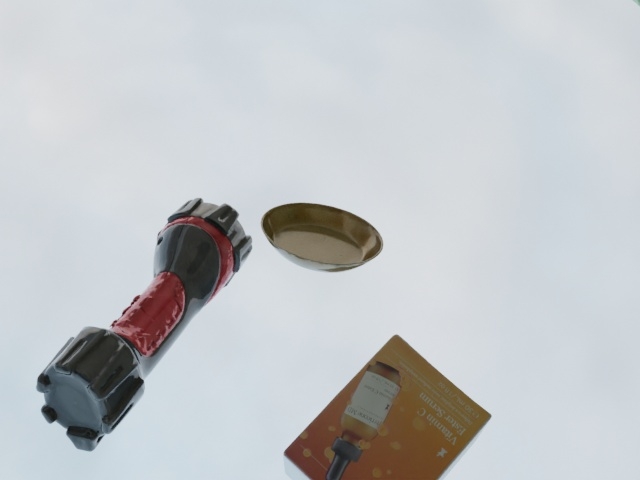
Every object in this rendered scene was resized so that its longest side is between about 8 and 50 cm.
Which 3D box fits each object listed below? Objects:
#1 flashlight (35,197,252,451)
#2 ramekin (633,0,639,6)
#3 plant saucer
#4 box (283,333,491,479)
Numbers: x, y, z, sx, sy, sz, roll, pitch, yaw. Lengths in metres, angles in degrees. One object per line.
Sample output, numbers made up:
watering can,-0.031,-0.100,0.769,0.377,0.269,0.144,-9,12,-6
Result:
flashlight,-0.169,0.064,0.845,0.103,0.103,0.304,41,-147,-4
ramekin,0.258,-0.216,0.420,0.303,0.148,0.303,14,-129,-18
plant saucer,0.000,0.000,0.563,0.083,0.015,0.083,9,-152,-5
box,0.066,0.207,0.851,0.130,0.091,0.170,39,-111,18
